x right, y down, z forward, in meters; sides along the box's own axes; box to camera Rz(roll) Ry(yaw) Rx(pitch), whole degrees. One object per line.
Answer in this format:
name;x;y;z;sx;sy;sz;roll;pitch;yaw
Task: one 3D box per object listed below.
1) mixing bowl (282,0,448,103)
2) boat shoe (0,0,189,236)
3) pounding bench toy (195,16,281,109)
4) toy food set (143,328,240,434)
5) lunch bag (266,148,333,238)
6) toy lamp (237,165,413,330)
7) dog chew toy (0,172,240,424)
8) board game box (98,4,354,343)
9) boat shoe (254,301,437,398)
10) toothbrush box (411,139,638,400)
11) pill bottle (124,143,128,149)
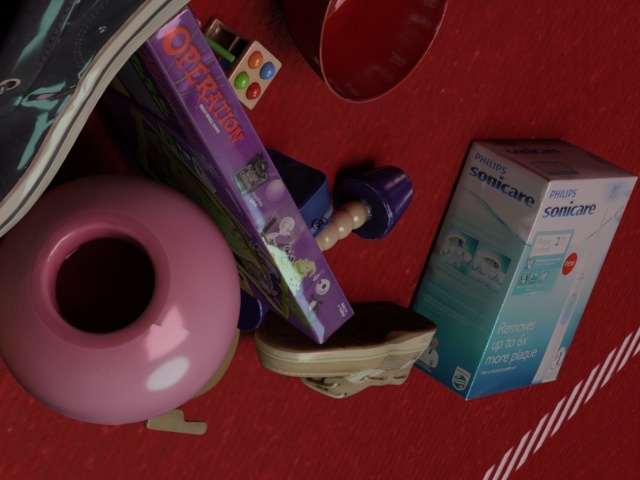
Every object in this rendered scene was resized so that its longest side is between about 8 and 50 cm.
mixing bowl;0.030;-0.232;1.504;0.181;0.098;0.181;-31;138;-33
boat shoe;-0.220;-0.154;1.077;0.156;0.187;0.500;14;137;-39
pounding bench toy;-0.085;-0.166;1.438;0.052;0.065;0.083;-56;146;-2
toy food set;-0.130;0.102;1.628;0.132;0.038;0.192;26;84;-62
lunch bag;-0.033;-0.037;1.578;0.067;0.098;0.065;-46;147;-27
toy lamp;0.000;0.000;1.653;0.274;0.080;0.080;-37;141;-38
dog chew toy;-0.167;0.064;1.378;0.206;0.206;0.332;-52;172;-9
board game box;-0.107;-0.078;1.299;0.056;0.208;0.347;-39;133;-12
boat shoe;0.025;0.133;1.785;0.302;0.109;0.098;-3;117;-58
toothbrush box;0.243;0.030;1.964;0.216;0.126;0.295;-3;117;-51
pill bottle;-0.145;-0.116;1.420;0.043;0.043;0.083;-3;118;-51
